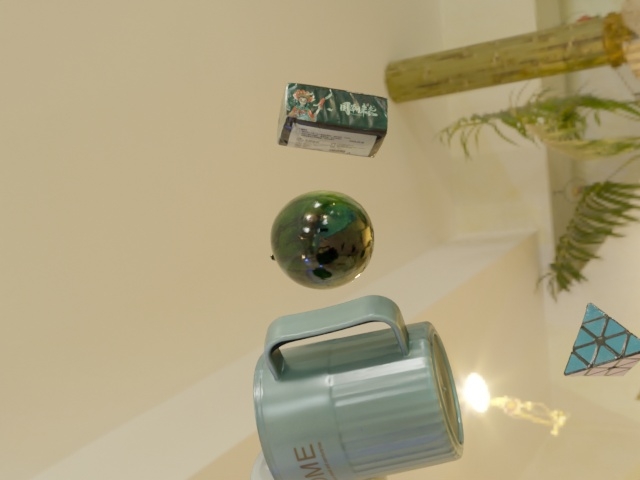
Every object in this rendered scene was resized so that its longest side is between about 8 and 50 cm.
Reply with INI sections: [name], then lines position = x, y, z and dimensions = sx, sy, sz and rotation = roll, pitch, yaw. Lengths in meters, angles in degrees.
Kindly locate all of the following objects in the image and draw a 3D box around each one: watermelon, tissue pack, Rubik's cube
[watermelon]
position = 0.005, -0.001, 1.811
dimensions = 0.242, 0.243, 0.242
rotation = 9, -101, -56
[tissue pack]
position = 0.018, -0.196, 1.281
dimensions = 0.103, 0.170, 0.090
rotation = 116, 158, -68
[Rubik's cube]
position = 0.748, 0.278, 1.919
dimensions = 0.190, 0.178, 0.211
rotation = 34, -112, -24

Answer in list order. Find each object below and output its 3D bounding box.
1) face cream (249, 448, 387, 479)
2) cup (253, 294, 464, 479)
[face cream]
position = 0.007, 0.573, 1.697
dimensions = 0.313, 0.219, 0.356
rotation = -33, -57, -17
[cup]
position = 0.066, 0.257, 1.373
dimensions = 0.257, 0.311, 0.331
rotation = -29, -76, -76
